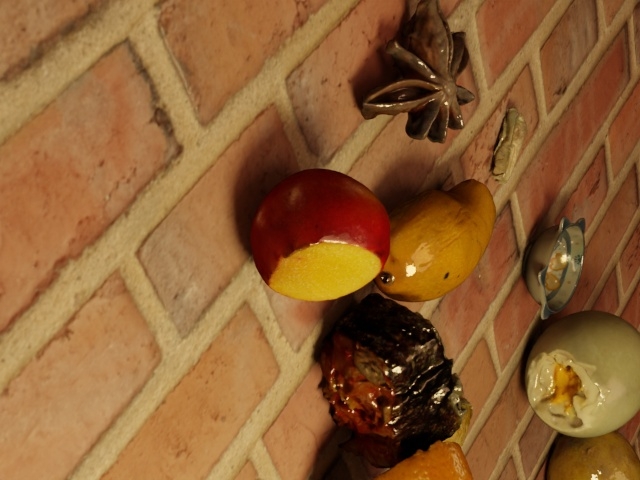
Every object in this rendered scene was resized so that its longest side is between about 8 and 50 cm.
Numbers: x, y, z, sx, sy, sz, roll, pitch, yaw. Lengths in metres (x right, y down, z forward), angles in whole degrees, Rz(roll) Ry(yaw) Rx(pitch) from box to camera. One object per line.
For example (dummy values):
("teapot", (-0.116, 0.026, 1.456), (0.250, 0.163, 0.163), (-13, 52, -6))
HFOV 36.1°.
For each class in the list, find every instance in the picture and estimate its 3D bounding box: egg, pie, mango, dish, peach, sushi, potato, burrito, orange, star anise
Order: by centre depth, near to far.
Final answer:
("peach", (0.000, 0.000, 1.331), (0.192, 0.190, 0.190), (-62, 149, -53))
("star anise", (0.163, -0.260, 1.549), (0.198, 0.111, 0.257), (40, 61, -37))
("sushi", (0.116, 0.236, 1.581), (0.182, 0.196, 0.343), (-49, 140, -26))
("orange", (0.120, 0.470, 1.638), (0.274, 0.310, 0.274), (14, 69, -40))
("mango", (0.195, 0.003, 1.658), (0.359, 0.144, 0.187), (-19, 120, -55))
("pie", (0.236, 0.364, 1.926), (0.282, 0.068, 0.128), (25, 83, -60))
("burrito", (0.370, -0.185, 1.928), (0.055, 0.041, 0.149), (19, 86, -43))
("dish", (0.502, 0.043, 2.170), (0.236, 0.086, 0.228), (-48, 137, -34))
("egg", (0.631, 0.303, 2.288), (0.336, 0.278, 0.278), (-19, 118, -51))
("potato", (0.670, 0.668, 2.586), (0.397, 0.290, 0.296), (-34, 106, 4))
